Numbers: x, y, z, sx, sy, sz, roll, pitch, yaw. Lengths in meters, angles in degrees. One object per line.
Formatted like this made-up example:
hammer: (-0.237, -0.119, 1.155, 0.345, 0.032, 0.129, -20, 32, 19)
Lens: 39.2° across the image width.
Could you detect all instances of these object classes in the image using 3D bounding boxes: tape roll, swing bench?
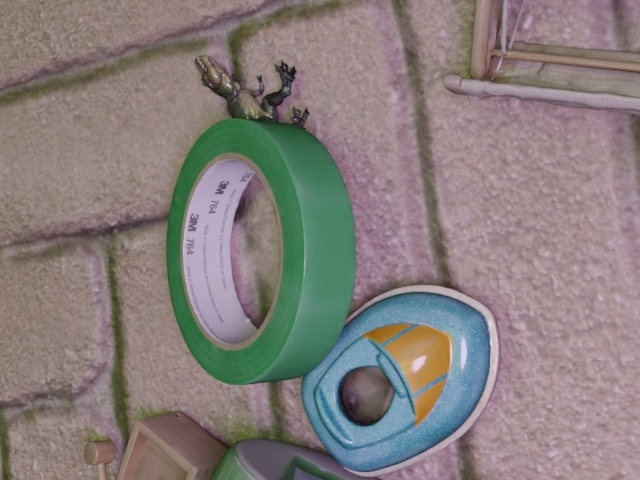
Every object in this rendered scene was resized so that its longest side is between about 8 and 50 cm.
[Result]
tape roll: (-0.083, 0.014, 1.101, 0.321, 0.077, 0.321, -1, 89, 53)
swing bench: (0.292, -0.257, 0.946, 0.253, 0.165, 0.255, 13, 99, 27)

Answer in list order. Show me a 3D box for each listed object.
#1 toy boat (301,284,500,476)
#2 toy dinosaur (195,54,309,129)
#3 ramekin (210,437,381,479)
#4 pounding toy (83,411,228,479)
toy boat: (0.124, 0.208, 1.018, 0.267, 0.148, 0.318, -44, 70, 19)
toy dinosaur: (-0.067, -0.158, 1.181, 0.118, 0.064, 0.268, -43, 71, 37)
ramekin: (-0.005, 0.344, 1.003, 0.303, 0.303, 0.148, 24, 92, 26)
pounding toy: (-0.230, 0.329, 1.234, 0.206, 0.094, 0.181, 29, 106, 35)
